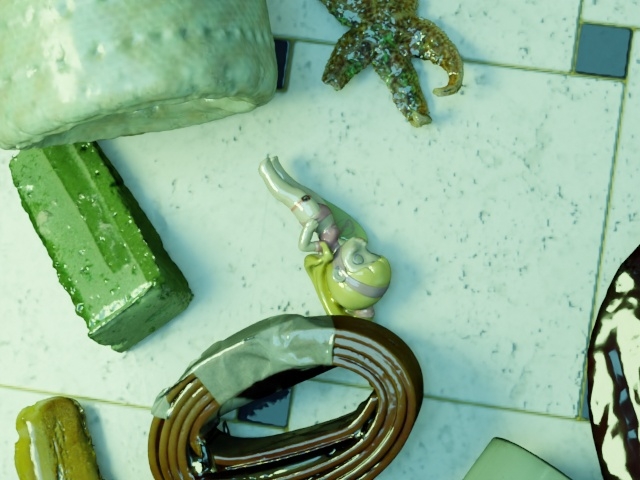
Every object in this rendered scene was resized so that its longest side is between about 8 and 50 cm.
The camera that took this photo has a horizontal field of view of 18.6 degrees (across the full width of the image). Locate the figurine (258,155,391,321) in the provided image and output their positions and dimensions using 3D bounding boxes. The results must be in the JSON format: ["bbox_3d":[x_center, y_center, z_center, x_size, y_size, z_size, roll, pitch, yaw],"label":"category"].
[{"bbox_3d":[0.000,0.000,1.882,0.083,0.083,0.187,-39,88,4],"label":"figurine"}]

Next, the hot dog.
[{"bbox_3d":[-0.242,0.295,1.891,0.083,0.068,0.289,-8,84,-34],"label":"hot dog"}]

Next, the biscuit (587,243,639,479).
[{"bbox_3d":[0.437,0.132,1.744,0.407,0.091,0.407,-6,78,27],"label":"biscuit"}]

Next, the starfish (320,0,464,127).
[{"bbox_3d":[0.055,-0.204,1.906,0.210,0.053,0.150,38,79,13],"label":"starfish"}]

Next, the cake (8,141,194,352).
[{"bbox_3d":[-0.219,-0.006,1.930,0.100,0.099,0.235,-34,61,5],"label":"cake"}]

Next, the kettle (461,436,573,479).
[{"bbox_3d":[0.172,0.336,1.776,0.221,0.161,0.236,42,78,-22],"label":"kettle"}]

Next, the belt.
[{"bbox_3d":[-0.033,0.164,1.840,0.261,0.105,0.184,-15,97,11],"label":"belt"}]

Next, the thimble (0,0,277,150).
[{"bbox_3d":[-0.195,-0.194,1.819,0.292,0.291,0.195,-12,86,7],"label":"thimble"}]
